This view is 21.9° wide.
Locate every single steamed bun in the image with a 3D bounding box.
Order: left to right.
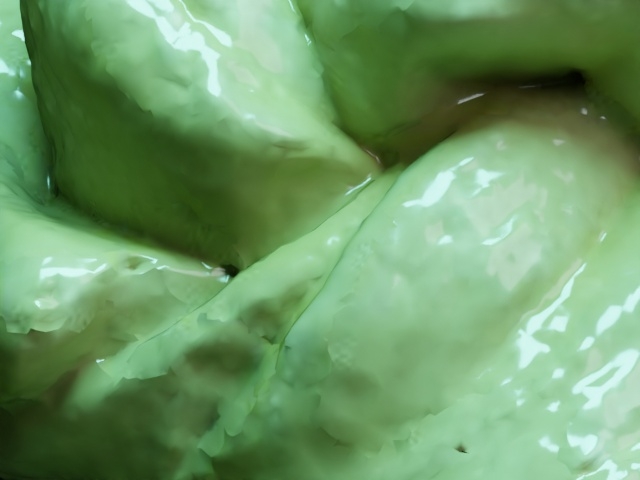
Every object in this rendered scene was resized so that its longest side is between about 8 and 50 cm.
[{"bbox_3d":[-0.003,-0.002,0.517,0.230,0.325,0.372,10,72,-32],"label":"steamed bun"}]
